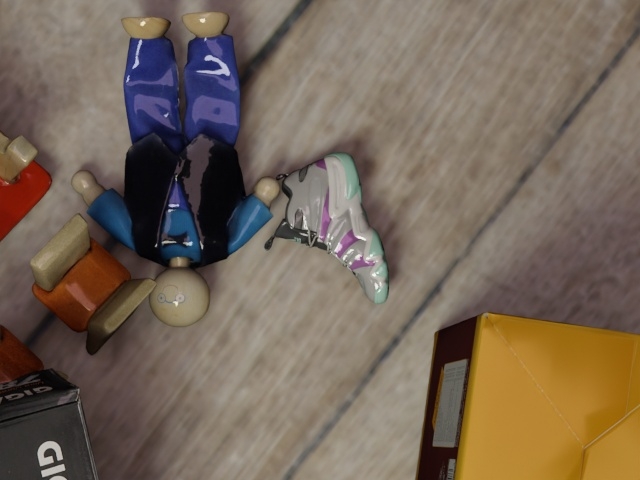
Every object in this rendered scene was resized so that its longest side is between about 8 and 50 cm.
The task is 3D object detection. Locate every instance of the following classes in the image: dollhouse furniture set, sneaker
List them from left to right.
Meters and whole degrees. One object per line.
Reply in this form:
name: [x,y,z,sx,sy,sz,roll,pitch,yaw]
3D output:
dollhouse furniture set: [-0.272,0.028,1.172,0.262,0.135,0.259,42,72,1]
sneaker: [0.000,0.000,1.221,0.069,0.038,0.098,-18,77,-4]

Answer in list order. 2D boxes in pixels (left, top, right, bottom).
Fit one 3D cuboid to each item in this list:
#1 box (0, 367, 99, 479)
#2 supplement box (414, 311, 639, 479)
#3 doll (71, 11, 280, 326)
box: [-0.243,0.247,1.061,0.293,0.073,0.295,-14,104,-18]
supplement box: [0.127,0.149,1.134,0.129,0.194,0.191,9,84,-3]
doll: [-0.090,-0.041,1.213,0.129,0.046,0.189,-3,87,5]
